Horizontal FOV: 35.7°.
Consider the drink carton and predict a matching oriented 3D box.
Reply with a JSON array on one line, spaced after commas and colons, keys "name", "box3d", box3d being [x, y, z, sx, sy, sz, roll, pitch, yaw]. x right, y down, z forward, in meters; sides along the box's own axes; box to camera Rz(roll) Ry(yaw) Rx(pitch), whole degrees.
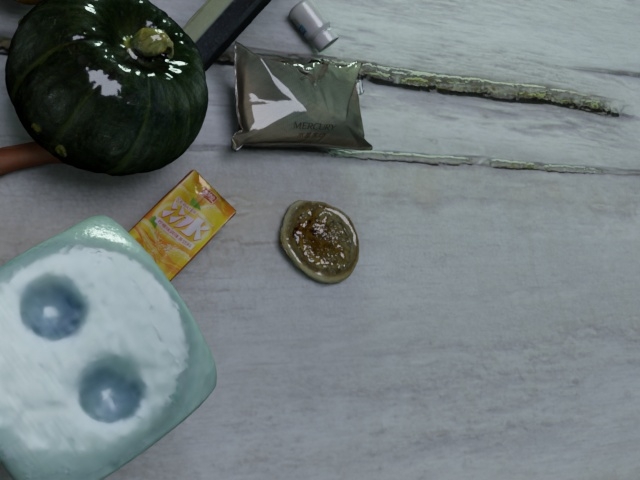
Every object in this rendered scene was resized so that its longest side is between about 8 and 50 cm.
[{"name": "drink carton", "box3d": [-0.231, 0.004, 1.457, 0.096, 0.071, 0.223, 44, 55, -6]}]

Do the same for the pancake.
[{"name": "pancake", "box3d": [-0.001, 0.001, 1.617, 0.152, 0.025, 0.151, 12, 65, -27]}]

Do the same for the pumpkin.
[{"name": "pumpkin", "box3d": [-0.296, -0.231, 1.416, 0.300, 0.207, 0.300, 27, 44, -29]}]

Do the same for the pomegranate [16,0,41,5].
[{"name": "pomegranate", "box3d": [-0.418, -0.448, 1.456, 0.207, 0.207, 0.207, 12, 65, -26]}]

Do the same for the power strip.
[{"name": "power strip", "box3d": [-0.138, -0.370, 1.569, 0.070, 0.105, 0.256, 42, 98, -3]}]

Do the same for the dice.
[{"name": "dice", "box3d": [-0.303, 0.142, 1.207, 0.265, 0.268, 0.262, -35, 95, -20]}]

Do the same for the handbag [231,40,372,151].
[{"name": "handbag", "box3d": [-0.034, -0.233, 1.642, 0.270, 0.117, 0.182, -2, 84, -30]}]

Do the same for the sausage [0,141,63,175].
[{"name": "sausage", "box3d": [-0.408, -0.118, 1.425, 0.177, 0.040, 0.047, -13, 76, -34]}]

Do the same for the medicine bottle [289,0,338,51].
[{"name": "medicine bottle", "box3d": [-0.012, -0.380, 1.753, 0.052, 0.052, 0.089, -38, 91, -35]}]
